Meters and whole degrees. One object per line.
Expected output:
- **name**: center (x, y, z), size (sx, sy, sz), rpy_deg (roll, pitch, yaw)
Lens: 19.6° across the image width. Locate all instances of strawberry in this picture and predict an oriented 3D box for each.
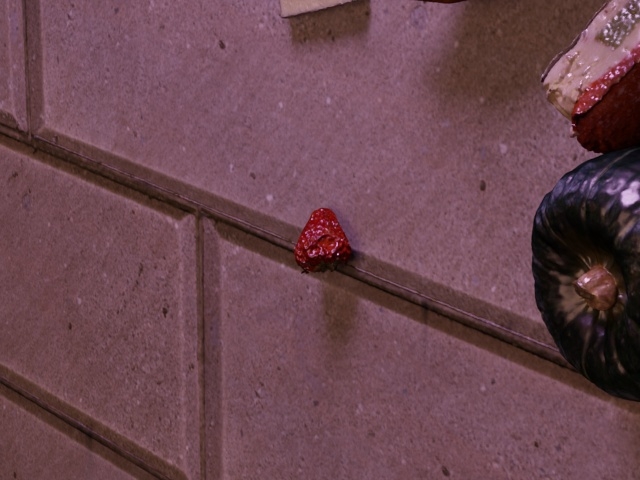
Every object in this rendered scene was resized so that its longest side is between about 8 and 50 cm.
- **strawberry**: center (0.000, 0.000, 2.282), size (0.073, 0.073, 0.083), rpy_deg (-33, 62, 51)

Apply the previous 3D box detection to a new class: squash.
- **squash**: center (0.316, 0.031, 1.804), size (0.252, 0.165, 0.252), rpy_deg (25, 124, 44)

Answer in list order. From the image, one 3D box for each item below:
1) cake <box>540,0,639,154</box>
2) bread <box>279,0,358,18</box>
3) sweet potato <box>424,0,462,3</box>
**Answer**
- **cake**: center (0.294, -0.190, 1.802), size (0.086, 0.116, 0.220), rpy_deg (51, 138, 37)
- **bread**: center (-0.003, -0.308, 2.212), size (0.153, 0.028, 0.068), rpy_deg (-5, 97, 53)
- **sweet potato**: center (0.172, -0.319, 1.924), size (0.359, 0.112, 0.112), rpy_deg (-23, 83, 49)
